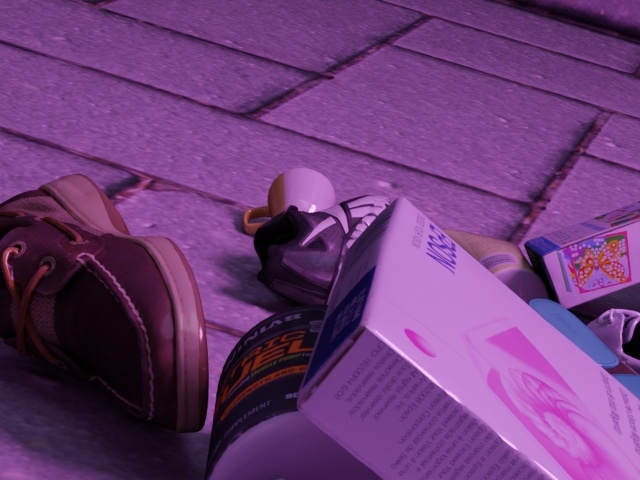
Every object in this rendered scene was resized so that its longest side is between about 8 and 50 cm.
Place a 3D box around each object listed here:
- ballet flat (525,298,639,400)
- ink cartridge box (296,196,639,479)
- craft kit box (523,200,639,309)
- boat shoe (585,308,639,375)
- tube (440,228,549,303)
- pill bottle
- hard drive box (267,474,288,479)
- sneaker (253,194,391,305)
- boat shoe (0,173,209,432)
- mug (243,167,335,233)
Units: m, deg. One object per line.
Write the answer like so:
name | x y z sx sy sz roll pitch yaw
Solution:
ballet flat | 0.214 0.119 1.488 0.072 0.068 0.213 3 25 -38
ink cartridge box | 0.142 0.128 1.133 0.330 0.071 0.324 39 13 -5
craft kit box | 0.305 -0.012 1.701 0.247 0.061 0.250 -23 1 4
boat shoe | 0.248 0.096 1.560 0.079 0.081 0.227 0 22 -41
tube | 0.155 0.027 1.767 0.070 0.062 0.240 54 4 -14
pill bottle | -0.002 0.118 1.194 0.130 0.130 0.245 13 16 -4
hard drive box | -0.026 0.211 0.941 0.181 0.089 0.232 24 19 27
sneaker | 0.000 0.000 1.670 0.106 0.078 0.234 18 19 2
boat shoe | -0.173 0.044 1.342 0.123 0.123 0.342 -8 25 -22
mug | -0.023 -0.020 1.779 0.062 0.078 0.064 44 19 -18
